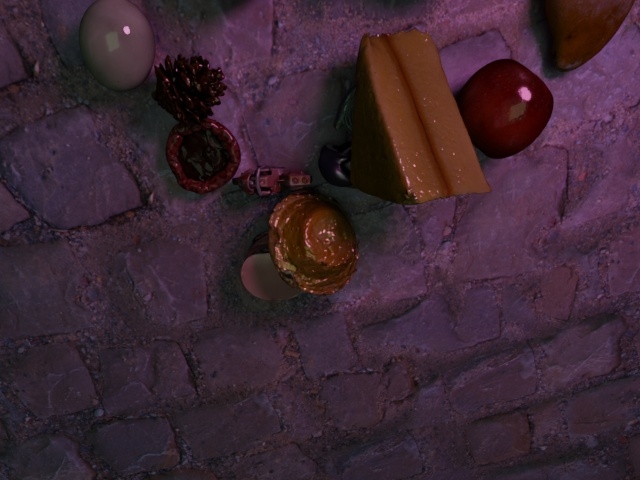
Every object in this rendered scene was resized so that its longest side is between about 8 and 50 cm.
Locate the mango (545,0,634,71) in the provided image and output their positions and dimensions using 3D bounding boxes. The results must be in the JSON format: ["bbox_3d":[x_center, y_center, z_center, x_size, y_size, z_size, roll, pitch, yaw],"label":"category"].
[{"bbox_3d":[0.612,-0.551,0.909,0.193,0.146,0.315,-6,124,2],"label":"mango"}]

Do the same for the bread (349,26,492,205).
[{"bbox_3d":[0.207,-0.281,0.864,0.234,0.245,0.360,-11,109,-25],"label":"bread"}]

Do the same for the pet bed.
[{"bbox_3d":[-0.304,-0.221,1.038,0.202,0.053,0.200,-3,111,-7],"label":"pet bed"}]

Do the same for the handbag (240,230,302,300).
[{"bbox_3d":[-0.119,0.067,1.146,0.205,0.116,0.179,-7,114,0],"label":"handbag"}]

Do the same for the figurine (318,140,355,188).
[{"bbox_3d":[0.101,-0.185,1.041,0.223,0.145,0.145,10,113,-10],"label":"figurine"}]

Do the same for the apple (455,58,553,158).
[{"bbox_3d":[0.432,-0.313,0.962,0.218,0.218,0.201,31,112,-16],"label":"apple"}]

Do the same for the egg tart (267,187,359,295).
[{"bbox_3d":[0.000,0.000,1.049,0.295,0.116,0.294,6,78,-29],"label":"egg tart"}]

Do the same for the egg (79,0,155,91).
[{"bbox_3d":[-0.444,-0.427,0.880,0.150,0.149,0.192,14,120,-10],"label":"egg"}]

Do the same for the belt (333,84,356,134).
[{"bbox_3d":[0.127,-0.332,1.003,0.148,0.082,0.162,20,110,-8],"label":"belt"}]

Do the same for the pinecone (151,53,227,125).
[{"bbox_3d":[-0.301,-0.352,0.930,0.174,0.173,0.173,-2,114,-4],"label":"pinecone"}]

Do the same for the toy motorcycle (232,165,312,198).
[{"bbox_3d":[-0.126,-0.154,1.044,0.213,0.118,0.084,-2,100,-4],"label":"toy motorcycle"}]
